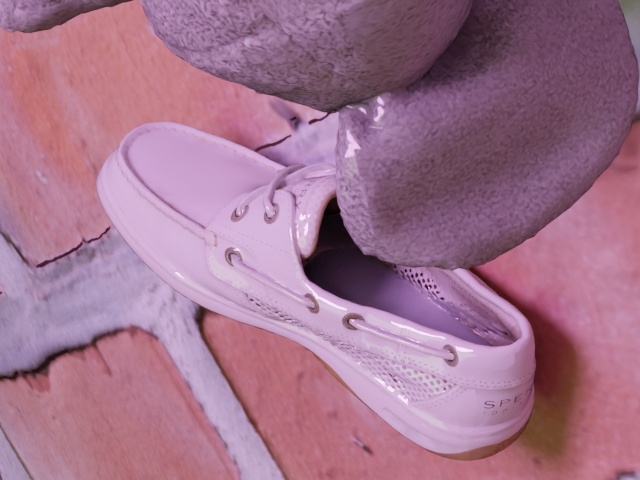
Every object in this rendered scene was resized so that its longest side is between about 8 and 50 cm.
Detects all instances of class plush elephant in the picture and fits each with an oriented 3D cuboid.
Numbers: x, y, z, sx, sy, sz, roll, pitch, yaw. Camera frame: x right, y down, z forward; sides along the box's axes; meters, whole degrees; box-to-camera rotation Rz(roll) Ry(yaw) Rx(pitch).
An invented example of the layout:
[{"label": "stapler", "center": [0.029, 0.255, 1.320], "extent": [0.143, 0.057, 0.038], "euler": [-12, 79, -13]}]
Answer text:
[{"label": "plush elephant", "center": [-0.003, -0.139, 0.599], "extent": [0.330, 0.255, 0.272], "euler": [5, 135, 45]}]

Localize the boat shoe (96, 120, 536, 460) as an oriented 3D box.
[{"label": "boat shoe", "center": [0.000, 0.000, 0.900], "extent": [0.277, 0.098, 0.096], "euler": [31, 141, 20]}]
